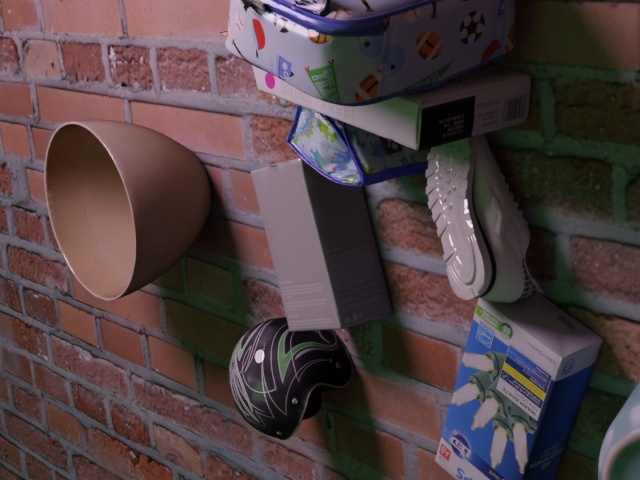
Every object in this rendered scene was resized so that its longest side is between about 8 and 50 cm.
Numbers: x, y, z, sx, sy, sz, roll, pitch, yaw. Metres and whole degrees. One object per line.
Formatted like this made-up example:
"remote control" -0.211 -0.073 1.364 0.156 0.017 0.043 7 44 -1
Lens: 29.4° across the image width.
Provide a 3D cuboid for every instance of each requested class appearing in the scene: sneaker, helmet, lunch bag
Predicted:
"sneaker" 0.189 -0.038 1.419 0.090 0.095 0.235 -39 53 57
"helmet" -0.053 0.196 1.755 0.169 0.161 0.169 24 122 46
"lunch bag" 0.055 -0.125 1.516 0.151 0.129 0.096 47 137 33
"lunch bag" 0.048 -0.252 1.327 0.243 0.303 0.115 36 134 42

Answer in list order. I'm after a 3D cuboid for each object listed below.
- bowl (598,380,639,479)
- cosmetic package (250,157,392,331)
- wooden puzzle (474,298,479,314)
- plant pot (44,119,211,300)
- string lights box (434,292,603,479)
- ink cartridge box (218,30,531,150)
"bowl" 0.395 0.242 1.185 0.311 0.163 0.311 23 121 46
"cosmetic package" 0.000 0.000 1.663 0.127 0.107 0.238 -6 96 54
"wooden puzzle" 0.211 0.091 1.498 0.049 0.006 0.083 40 132 37
"plant pot" -0.286 -0.066 1.935 0.284 0.191 0.284 25 123 46
"string lights box" 0.231 0.194 1.452 0.133 0.076 0.260 38 131 37
"ink cartridge box" 0.054 -0.198 1.448 0.371 0.175 0.069 29 126 44
